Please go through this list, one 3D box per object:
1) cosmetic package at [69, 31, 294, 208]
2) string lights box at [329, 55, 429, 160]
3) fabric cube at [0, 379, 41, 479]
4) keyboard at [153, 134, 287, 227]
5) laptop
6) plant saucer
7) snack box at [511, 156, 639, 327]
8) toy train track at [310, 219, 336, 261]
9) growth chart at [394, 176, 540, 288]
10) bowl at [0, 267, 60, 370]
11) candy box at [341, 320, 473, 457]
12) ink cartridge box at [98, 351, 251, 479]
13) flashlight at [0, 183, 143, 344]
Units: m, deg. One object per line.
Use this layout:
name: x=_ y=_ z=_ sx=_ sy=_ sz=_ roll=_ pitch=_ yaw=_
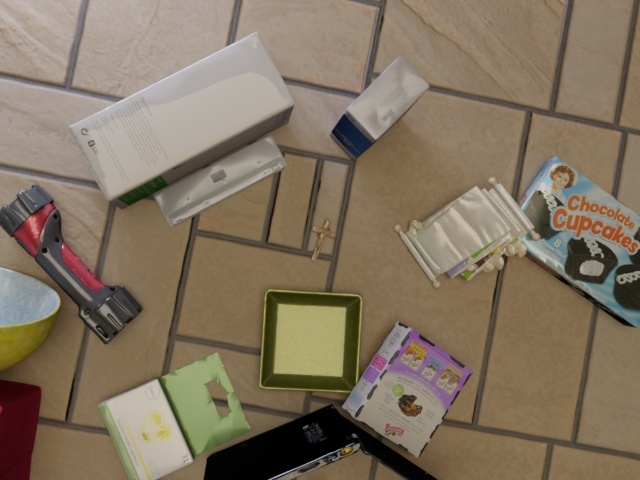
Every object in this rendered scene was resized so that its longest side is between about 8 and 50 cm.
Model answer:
cosmetic package: x=-0.243 y=-0.212 z=1.545 sx=0.365 sy=0.197 sz=0.155 roll=-27 pitch=90 yaw=-5
string lights box: x=0.100 y=-0.230 z=1.545 sx=0.077 sy=0.259 sz=0.133 roll=45 pitch=83 yaw=-3
fabric cube: x=-0.644 y=0.372 z=1.447 sx=0.254 sy=0.258 sz=0.259 roll=7 pitch=87 yaw=-4
keyboard: x=-0.190 y=-0.115 z=1.638 sx=0.256 sy=0.014 sz=0.072 roll=-28 pitch=85 yaw=-6
laptop: x=0.031 y=0.431 z=1.446 sx=0.407 sy=0.382 sz=0.237 roll=-21 pitch=89 yaw=-6
plant saucer: x=-0.019 y=0.190 z=1.622 sx=0.188 sy=0.045 sz=0.189 roll=4 pitch=87 yaw=-5
snack box: x=0.532 y=0.004 z=1.676 sx=0.321 sy=0.060 sz=0.187 roll=34 pitch=86 yaw=-3
toy train track: x=0.000 y=0.000 z=1.650 sx=0.048 sy=0.014 sz=0.083 roll=21 pitch=91 yaw=-11
growth chart: x=0.283 y=-0.008 z=1.637 sx=0.237 sy=0.021 sz=0.172 roll=-29 pitch=93 yaw=14
bowl: x=-0.606 y=0.158 z=1.466 sx=0.289 sy=0.289 sz=0.156 roll=14 pitch=104 yaw=-5
candy box: x=0.163 y=0.279 z=1.601 sx=0.164 sy=0.070 sz=0.196 roll=36 pitch=84 yaw=-21
ink cartridge box: x=-0.268 y=0.332 z=1.588 sx=0.235 sy=0.056 sz=0.171 roll=-24 pitch=89 yaw=-4
flashlight: x=-0.453 y=0.039 z=1.566 sx=0.103 sy=0.103 sz=0.304 roll=-41 pitch=96 yaw=20
